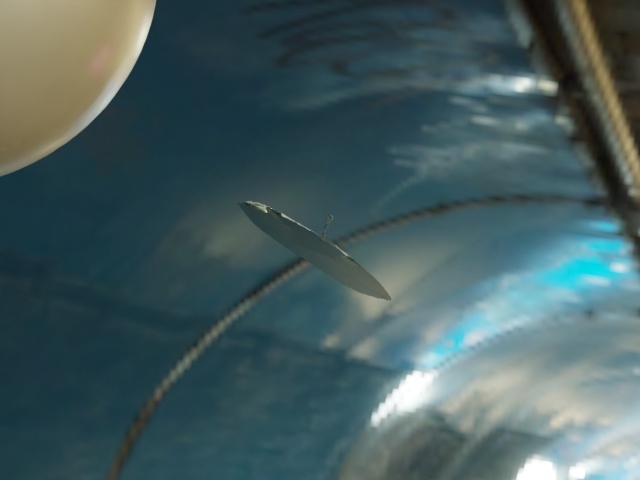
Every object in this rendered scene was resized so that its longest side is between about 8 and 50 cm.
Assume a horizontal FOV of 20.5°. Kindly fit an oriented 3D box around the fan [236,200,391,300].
[{"bbox_3d":[0.001,-0.001,1.690,0.010,0.182,0.310,-58,0,-9],"label":"fan"}]

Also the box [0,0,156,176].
[{"bbox_3d":[-0.220,-0.108,0.550,0.349,0.288,0.141,-148,63,-62],"label":"box"}]
